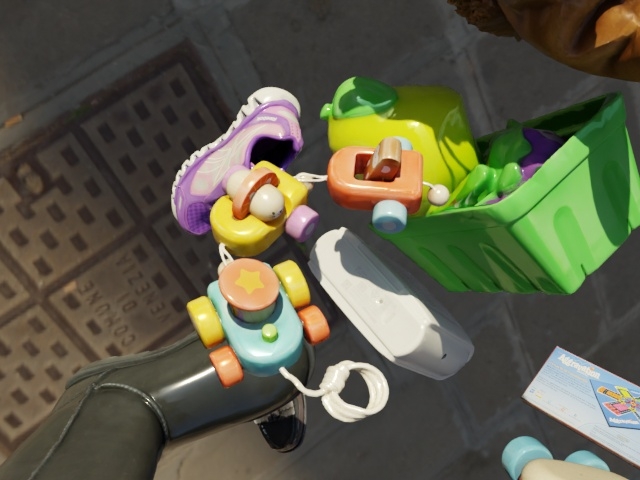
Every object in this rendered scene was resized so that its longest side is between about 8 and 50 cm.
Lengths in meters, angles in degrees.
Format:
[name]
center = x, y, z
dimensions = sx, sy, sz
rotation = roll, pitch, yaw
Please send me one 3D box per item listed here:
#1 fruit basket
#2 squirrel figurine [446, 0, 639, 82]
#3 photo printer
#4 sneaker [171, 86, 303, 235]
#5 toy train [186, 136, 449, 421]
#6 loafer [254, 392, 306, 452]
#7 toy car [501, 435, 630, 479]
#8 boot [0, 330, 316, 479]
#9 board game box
[fruit basket]
center = 0.191, -0.106, 0.966
dimensions = 0.283, 0.392, 0.392
rotation = -39, 122, -18
[squirrel figurine]
center = 0.172, -0.347, 0.735
dimensions = 0.370, 0.397, 0.281
rotation = 14, 95, -21
[photo printer]
center = 0.135, 0.120, 1.241
dimensions = 0.107, 0.256, 0.307
rotation = -46, 149, 7
[sneaker]
center = -0.106, -0.087, 0.935
dimensions = 0.095, 0.104, 0.236
rotation = 27, 114, -41
[toy train]
center = 0.000, 0.000, 0.360
dimensions = 0.125, 0.166, 0.046
rotation = 10, 146, 6
[loafer]
center = -0.102, 0.231, 1.288
dimensions = 0.109, 0.302, 0.095
rotation = -18, 157, 17
[toy car]
center = 0.357, 0.447, 1.025
dimensions = 0.210, 0.219, 0.238
rotation = 17, 97, -15
[boot]
center = -0.197, 0.249, 0.770
dimensions = 0.367, 0.445, 0.146
rotation = -19, 102, 10
[board game box]
center = 0.568, 0.337, 1.459
dimensions = 0.145, 0.281, 0.027
rotation = -51, 133, -11
